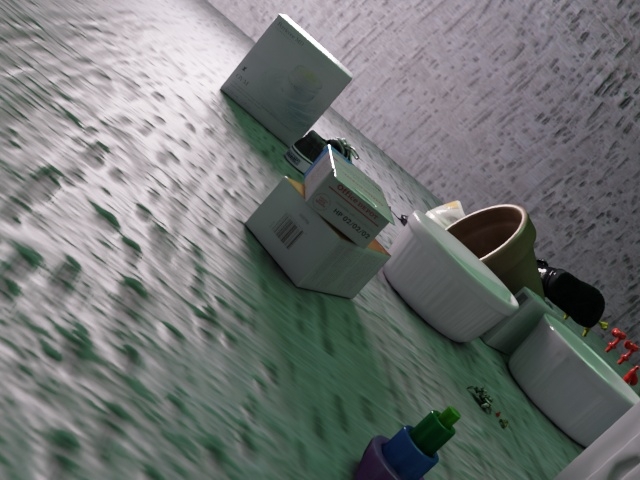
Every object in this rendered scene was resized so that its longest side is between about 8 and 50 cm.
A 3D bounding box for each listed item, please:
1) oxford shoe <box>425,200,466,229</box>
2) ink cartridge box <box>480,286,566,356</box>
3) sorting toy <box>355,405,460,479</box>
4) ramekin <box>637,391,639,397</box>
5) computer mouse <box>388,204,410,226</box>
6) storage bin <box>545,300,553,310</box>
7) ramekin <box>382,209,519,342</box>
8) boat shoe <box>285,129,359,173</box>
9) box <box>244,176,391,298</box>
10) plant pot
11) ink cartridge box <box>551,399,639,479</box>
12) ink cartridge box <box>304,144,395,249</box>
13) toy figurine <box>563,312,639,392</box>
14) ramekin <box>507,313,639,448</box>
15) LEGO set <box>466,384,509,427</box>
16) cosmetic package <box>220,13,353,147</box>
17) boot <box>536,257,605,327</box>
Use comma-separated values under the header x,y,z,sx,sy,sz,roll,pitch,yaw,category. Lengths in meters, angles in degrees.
x,y,z,sx,sy,sz,roll,pitch,yaw,category
0.484,0.059,2.138,0.449,0.130,0.169,48,-1,-5,oxford shoe
0.441,0.185,1.614,0.179,0.145,0.045,28,21,-47,ink cartridge box
0.204,0.275,0.677,0.365,0.126,0.127,41,13,-8,sorting toy
0.874,0.457,1.686,0.303,0.303,0.148,40,21,-7,ramekin
0.225,-0.077,2.071,0.242,0.041,0.071,35,15,-25,computer mouse
0.528,0.209,1.842,0.091,0.098,0.135,19,59,-35,storage bin
0.238,0.077,1.416,0.273,0.127,0.273,39,13,-11,ramekin
0.030,-0.191,1.728,0.113,0.105,0.306,49,15,28,boat shoe
0.000,0.000,1.050,0.130,0.091,0.170,48,15,26,box
0.392,0.083,1.680,0.229,0.263,0.263,58,8,-18,plant pot
0.504,0.390,1.016,0.270,0.198,0.197,35,15,-25,ink cartridge box
0.035,-0.057,0.992,0.104,0.061,0.181,38,14,-13,ink cartridge box
0.728,0.345,1.872,0.363,0.191,0.217,39,18,-9,toy figurine
0.515,0.292,1.508,0.277,0.135,0.277,39,12,-10,ramekin
0.266,0.254,1.152,0.083,0.023,0.054,41,13,-4,LEGO set
-0.076,-0.380,1.763,0.224,0.224,0.138,39,13,-8,cosmetic package
0.566,0.106,1.829,0.246,0.094,0.207,33,1,-35,boot
